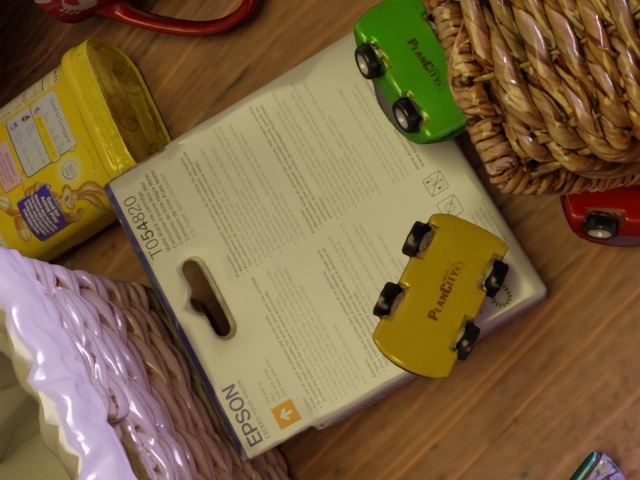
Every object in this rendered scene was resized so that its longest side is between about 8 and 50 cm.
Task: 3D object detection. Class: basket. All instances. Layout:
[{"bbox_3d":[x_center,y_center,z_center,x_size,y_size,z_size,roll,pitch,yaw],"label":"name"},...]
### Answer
[{"bbox_3d":[0.183,-0.187,0.693,0.223,0.213,0.299,-23,77,26],"label":"basket"},{"bbox_3d":[-0.186,0.223,0.793,0.331,0.266,0.328,-35,73,18],"label":"basket"}]

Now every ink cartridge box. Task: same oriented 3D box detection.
[{"bbox_3d":[0.000,0.000,0.825,0.224,0.045,0.223,-30,74,5],"label":"ink cartridge box"}]

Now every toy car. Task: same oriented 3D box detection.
[{"bbox_3d":[0.095,-0.050,0.763,0.239,0.053,0.225,-28,74,-14],"label":"toy car"}]

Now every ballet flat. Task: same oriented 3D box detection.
[{"bbox_3d":[0.148,0.182,0.773,0.041,0.041,0.114,46,105,20],"label":"ballet flat"}]

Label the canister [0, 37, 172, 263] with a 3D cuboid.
[{"bbox_3d":[-0.202,-0.053,0.929,0.170,0.073,0.126,-31,75,20],"label":"canister"}]

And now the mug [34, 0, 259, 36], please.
[{"bbox_3d":[-0.130,-0.216,0.892,0.169,0.113,0.150,-22,75,24],"label":"mug"}]
